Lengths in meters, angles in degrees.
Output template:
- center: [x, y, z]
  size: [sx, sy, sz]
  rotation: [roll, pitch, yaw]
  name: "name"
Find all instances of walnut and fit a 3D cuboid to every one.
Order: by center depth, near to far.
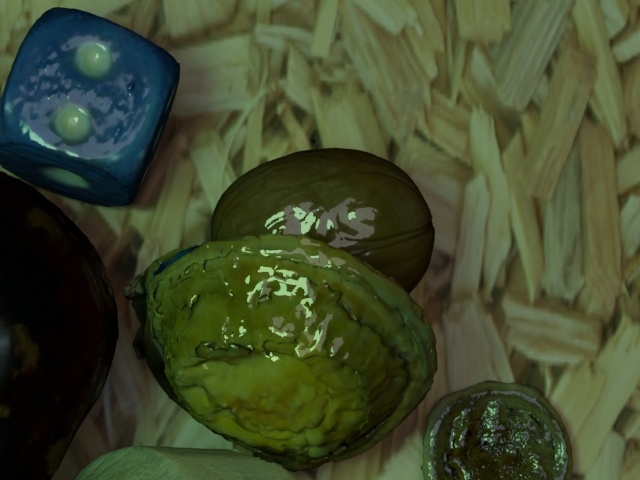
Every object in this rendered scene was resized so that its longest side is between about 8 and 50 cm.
- center: [0.000, 0.000, 1.394]
  size: [0.207, 0.167, 0.167]
  rotation: [-12, 81, 1]
  name: "walnut"

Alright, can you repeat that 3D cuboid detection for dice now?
- center: [-0.214, -0.120, 1.400]
  size: [0.143, 0.146, 0.146]
  rotation: [21, 78, -4]
  name: "dice"

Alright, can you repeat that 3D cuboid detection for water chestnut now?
- center: [-0.337, 0.089, 1.257]
  size: [0.335, 0.347, 0.335]
  rotation: [-1, 82, 4]
  name: "water chestnut"

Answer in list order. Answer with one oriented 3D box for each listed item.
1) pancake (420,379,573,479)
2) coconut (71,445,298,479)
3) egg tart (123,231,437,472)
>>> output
- center: [0.166, 0.205, 1.442]
  size: [0.152, 0.025, 0.151]
  rotation: [1, 80, -7]
  name: "pancake"
- center: [-0.110, 0.294, 1.297]
  size: [0.266, 0.237, 0.237]
  rotation: [11, 76, -43]
  name: "coconut"
- center: [-0.045, 0.107, 1.317]
  size: [0.291, 0.290, 0.107]
  rotation: [20, 45, -2]
  name: "egg tart"
